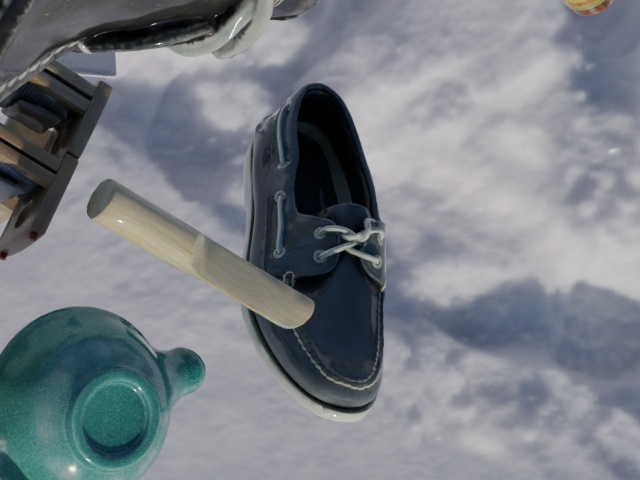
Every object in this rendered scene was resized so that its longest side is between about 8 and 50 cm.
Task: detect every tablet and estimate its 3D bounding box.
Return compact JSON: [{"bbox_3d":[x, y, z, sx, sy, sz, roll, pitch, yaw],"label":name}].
[{"bbox_3d":[-0.209,-0.150,1.270,0.083,0.054,0.006,4,124,-12],"label":"tablet"}]

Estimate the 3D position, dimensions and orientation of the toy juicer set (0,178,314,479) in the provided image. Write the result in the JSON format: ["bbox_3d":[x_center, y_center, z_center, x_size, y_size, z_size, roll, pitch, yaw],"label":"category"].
[{"bbox_3d":[-0.171,0.082,0.991,0.329,0.089,0.209,-49,119,-25],"label":"toy juicer set"}]

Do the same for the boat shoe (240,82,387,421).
[{"bbox_3d":[0.000,0.000,1.291,0.116,0.099,0.319,12,45,-23],"label":"boat shoe"}]

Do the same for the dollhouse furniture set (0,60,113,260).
[{"bbox_3d":[-0.261,-0.061,1.098,0.129,0.184,0.129,33,60,-22],"label":"dollhouse furniture set"}]

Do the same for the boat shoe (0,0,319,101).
[{"bbox_3d":[-0.041,-0.113,0.447,0.119,0.121,0.335,36,40,-8],"label":"boat shoe"}]

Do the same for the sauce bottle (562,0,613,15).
[{"bbox_3d":[0.148,-0.190,0.993,0.128,0.042,0.042,34,70,-47],"label":"sauce bottle"}]
